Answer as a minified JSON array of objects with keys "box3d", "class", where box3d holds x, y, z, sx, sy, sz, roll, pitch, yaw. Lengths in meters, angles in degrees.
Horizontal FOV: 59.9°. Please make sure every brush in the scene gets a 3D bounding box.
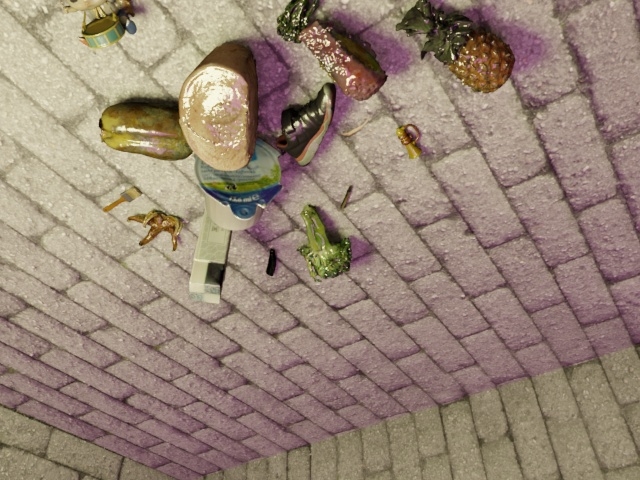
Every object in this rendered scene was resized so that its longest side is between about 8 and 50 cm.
[{"box3d":[-0.666,-0.132,1.849,0.169,0.014,0.043,-25,130,24],"class":"brush"}]

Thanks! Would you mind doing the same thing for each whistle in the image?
[{"box3d":[0.271,-0.302,1.676,0.057,0.046,0.109,-12,131,32],"class":"whistle"}]

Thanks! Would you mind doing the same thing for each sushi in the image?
[{"box3d":[0.065,-0.446,1.405,0.241,0.162,0.107,14,135,-43],"class":"sushi"}]

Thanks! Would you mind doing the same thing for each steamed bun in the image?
[{"box3d":[-0.267,-0.348,1.460,0.199,0.252,0.302,2,127,-3],"class":"steamed bun"}]

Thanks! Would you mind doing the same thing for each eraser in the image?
[{"box3d":[-0.325,0.002,1.713,0.096,0.404,0.098,7,138,-7],"class":"eraser"}]

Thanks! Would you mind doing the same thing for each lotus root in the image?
[{"box3d":[-0.475,-0.312,1.564,0.274,0.160,0.152,9,112,-12],"class":"lotus root"}]

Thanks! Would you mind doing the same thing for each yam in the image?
[{"box3d":[0.086,-0.143,1.857,0.014,0.014,0.107,10,135,-12],"class":"yam"}]

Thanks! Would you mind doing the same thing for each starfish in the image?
[{"box3d":[-0.570,-0.039,1.905,0.189,0.074,0.146,19,132,-20],"class":"starfish"}]

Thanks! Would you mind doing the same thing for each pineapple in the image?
[{"box3d":[0.338,-0.495,1.418,0.309,0.141,0.170,26,155,-16],"class":"pineapple"}]

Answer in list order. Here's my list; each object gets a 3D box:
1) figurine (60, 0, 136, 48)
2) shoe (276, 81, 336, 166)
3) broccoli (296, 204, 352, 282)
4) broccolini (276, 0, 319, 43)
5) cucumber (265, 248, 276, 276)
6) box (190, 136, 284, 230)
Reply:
[{"box3d":[-0.542,-0.584,1.271,0.161,0.158,0.276,-19,135,5],"class":"figurine"},{"box3d":[-0.046,-0.342,1.582,0.137,0.114,0.291,20,136,-14],"class":"shoe"},{"box3d":[-0.007,0.005,1.955,0.275,0.177,0.198,55,154,-11],"class":"broccoli"},{"box3d":[-0.046,-0.578,1.361,0.091,0.068,0.203,35,129,4],"class":"broccolini"},{"box3d":[-0.181,0.085,2.075,0.034,0.033,0.135,6,136,-12],"class":"cucumber"},{"box3d":[-0.238,-0.134,1.643,0.262,0.292,0.206,-7,152,-16],"class":"box"}]
